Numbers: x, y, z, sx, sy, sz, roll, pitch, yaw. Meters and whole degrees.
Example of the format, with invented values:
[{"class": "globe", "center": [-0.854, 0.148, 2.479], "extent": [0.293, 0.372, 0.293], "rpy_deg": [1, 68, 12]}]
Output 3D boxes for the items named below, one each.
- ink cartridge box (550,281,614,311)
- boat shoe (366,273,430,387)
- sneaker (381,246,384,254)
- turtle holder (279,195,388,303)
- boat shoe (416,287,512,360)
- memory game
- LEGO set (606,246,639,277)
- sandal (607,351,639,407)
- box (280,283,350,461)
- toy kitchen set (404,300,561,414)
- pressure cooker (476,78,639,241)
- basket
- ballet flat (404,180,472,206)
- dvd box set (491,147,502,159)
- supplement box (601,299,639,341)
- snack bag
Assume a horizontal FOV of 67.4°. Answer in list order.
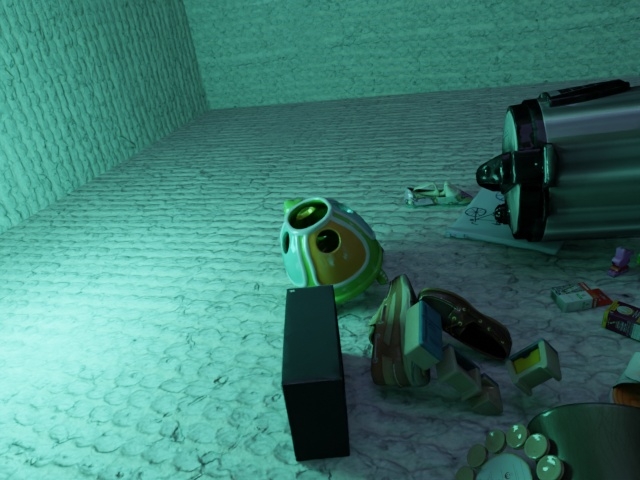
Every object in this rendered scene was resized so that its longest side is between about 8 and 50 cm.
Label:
[{"class": "ink cartridge box", "center": [0.581, 0.122, 1.066], "extent": [0.115, 0.029, 0.063], "rpy_deg": [-10, 28, -1]}, {"class": "boat shoe", "center": [0.152, 0.177, 1.004], "extent": [0.116, 0.123, 0.324], "rpy_deg": [-18, 21, 16]}, {"class": "sneaker", "center": [0.092, 0.033, 1.330], "extent": [0.169, 0.071, 0.068], "rpy_deg": [-4, 29, 8]}, {"class": "turtle holder", "center": [0.017, -0.002, 1.189], "extent": [0.243, 0.227, 0.320], "rpy_deg": [-19, 36, 18]}, {"class": "boat shoe", "center": [0.287, 0.166, 0.959], "extent": [0.206, 0.073, 0.073], "rpy_deg": [27, 32, 9]}, {"class": "memory game", "center": [0.253, 0.343, 0.659], "extent": [0.186, 0.012, 0.186], "rpy_deg": [-47, 16, 17]}, {"class": "LEGO set", "center": [0.795, 0.024, 1.116], "extent": [0.227, 0.093, 0.087], "rpy_deg": [-18, 30, -17]}, {"class": "sandal", "center": [0.590, 0.223, 0.830], "extent": [0.265, 0.076, 0.102], "rpy_deg": [-28, 33, -31]}, {"class": "box", "center": [-0.009, 0.230, 0.881], "extent": [0.103, 0.184, 0.261], "rpy_deg": [-8, 29, 3]}, {"class": "toy kitchen set", "center": [0.279, 0.178, 0.841], "extent": [0.166, 0.207, 0.122], "rpy_deg": [-43, 14, 28]}, {"class": "pressure cooker", "center": [0.604, -0.176, 1.184], "extent": [0.420, 0.370, 0.376], "rpy_deg": [-3, 49, 17]}, {"class": "basket", "center": [0.374, 0.346, 0.602], "extent": [0.204, 0.154, 0.227], "rpy_deg": [-3, 32, 23]}, {"class": "ballet flat", "center": [0.386, -0.154, 1.576], "extent": [0.221, 0.079, 0.077], "rpy_deg": [-1, 29, 15]}, {"class": "dvd box set", "center": [0.873, -0.302, 1.720], "extent": [0.420, 0.062, 0.307], "rpy_deg": [15, 37, 37]}, {"class": "supplement box", "center": [0.623, 0.163, 0.965], "extent": [0.055, 0.043, 0.083], "rpy_deg": [-28, 34, -33]}, {"class": "snack bag", "center": [0.583, -0.067, 1.407], "extent": [0.323, 0.037, 0.342], "rpy_deg": [13, 38, 36]}]
